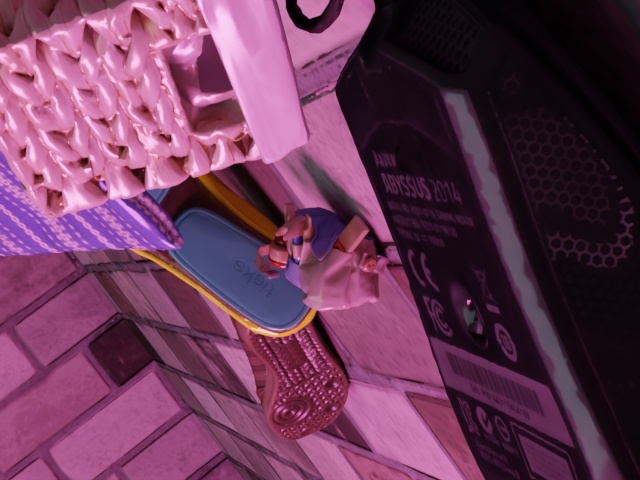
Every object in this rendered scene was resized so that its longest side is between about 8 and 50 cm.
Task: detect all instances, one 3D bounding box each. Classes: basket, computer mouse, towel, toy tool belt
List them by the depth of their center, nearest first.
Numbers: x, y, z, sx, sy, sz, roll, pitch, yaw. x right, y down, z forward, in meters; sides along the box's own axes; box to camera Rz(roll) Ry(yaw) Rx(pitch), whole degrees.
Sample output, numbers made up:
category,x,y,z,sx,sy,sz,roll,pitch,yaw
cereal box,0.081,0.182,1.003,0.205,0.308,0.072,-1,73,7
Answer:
category,x,y,z,sx,sy,sz,roll,pitch,yaw
computer mouse,0.068,-0.013,0.434,0.272,0.072,0.188,69,165,-16
basket,-0.082,-0.106,0.512,0.113,0.103,0.167,75,174,-60
toy tool belt,0.000,0.000,0.769,0.083,0.052,0.051,32,125,50
towel,-0.258,-0.061,0.881,0.243,0.040,0.336,44,153,-29

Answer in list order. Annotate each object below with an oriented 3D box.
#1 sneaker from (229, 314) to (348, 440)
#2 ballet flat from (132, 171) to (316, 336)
category,x,y,z,sx,sy,sz,roll,pitch,yaw
sneaker,-0.026,0.072,1.050,0.188,0.066,0.071,78,169,-52
ballet flat,-0.095,-0.023,0.917,0.231,0.077,0.077,40,-173,-8
